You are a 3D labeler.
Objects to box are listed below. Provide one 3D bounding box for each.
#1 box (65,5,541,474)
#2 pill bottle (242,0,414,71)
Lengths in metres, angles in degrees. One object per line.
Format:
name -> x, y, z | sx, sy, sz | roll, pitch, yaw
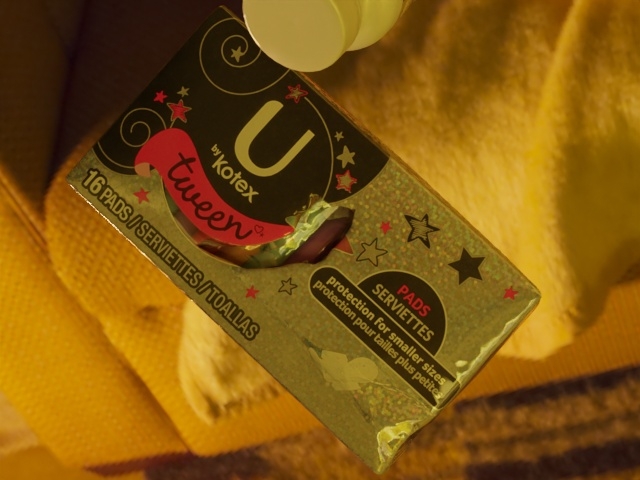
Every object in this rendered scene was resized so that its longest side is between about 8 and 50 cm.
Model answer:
box -> 0.000, 0.000, 0.789 | 0.247, 0.163, 0.142 | 42, 93, 9
pill bottle -> 0.015, -0.128, 0.589 | 0.067, 0.067, 0.120 | 5, 40, 31
